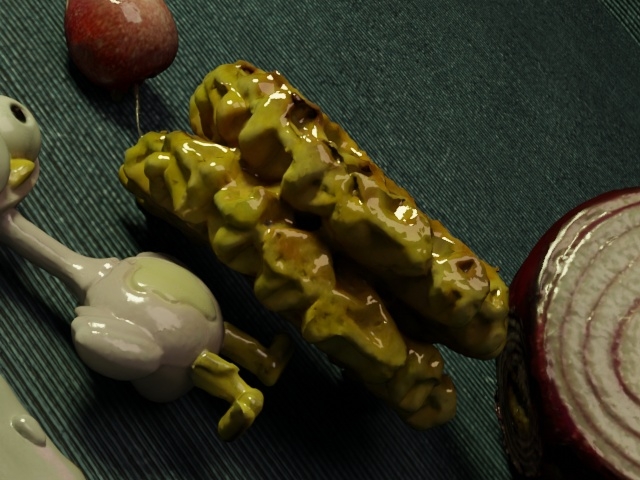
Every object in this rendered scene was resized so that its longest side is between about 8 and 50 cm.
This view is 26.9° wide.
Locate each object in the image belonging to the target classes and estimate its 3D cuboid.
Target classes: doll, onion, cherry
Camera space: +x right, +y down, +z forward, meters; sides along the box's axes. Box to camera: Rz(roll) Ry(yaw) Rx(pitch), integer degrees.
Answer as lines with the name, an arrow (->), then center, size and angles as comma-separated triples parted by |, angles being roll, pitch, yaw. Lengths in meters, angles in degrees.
doll -> -0.184, 0.003, 0.948 | 0.365, 0.094, 0.160 | 42, 25, -3
onion -> 0.289, 0.137, 1.205 | 0.282, 0.260, 0.336 | -16, 67, -14
cherry -> -0.158, -0.149, 1.202 | 0.225, 0.090, 0.107 | 62, 27, 4

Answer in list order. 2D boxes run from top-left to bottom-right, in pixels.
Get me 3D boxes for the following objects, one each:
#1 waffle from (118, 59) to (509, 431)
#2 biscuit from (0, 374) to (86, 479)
waffle -> 0.000, 0.000, 1.057 | 0.324, 0.151, 0.261 | 38, -7, -3
biscuit -> -0.229, 0.122, 0.779 | 0.208, 0.049, 0.181 | 51, 28, 11
